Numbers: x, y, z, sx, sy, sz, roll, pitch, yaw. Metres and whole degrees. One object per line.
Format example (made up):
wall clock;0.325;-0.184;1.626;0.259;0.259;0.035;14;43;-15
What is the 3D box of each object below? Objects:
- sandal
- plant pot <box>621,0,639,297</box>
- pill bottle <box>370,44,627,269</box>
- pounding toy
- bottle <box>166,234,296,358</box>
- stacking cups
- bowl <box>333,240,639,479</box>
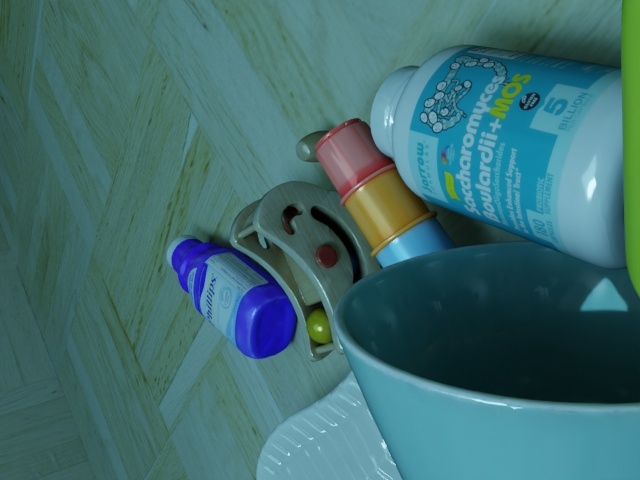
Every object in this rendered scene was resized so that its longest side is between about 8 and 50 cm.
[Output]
sandal;0.067;0.234;0.885;0.169;0.102;0.416;48;125;13
plant pot;0.293;-0.065;0.373;0.207;0.228;0.227;11;109;60
pill bottle;0.161;-0.083;0.605;0.264;0.146;0.146;27;121;47
pounding toy;0.000;0.000;0.846;0.154;0.154;0.270;-27;79;54
bottle;-0.150;0.073;1.127;0.282;0.092;0.118;33;125;44
stacking cups;0.102;0.019;0.709;0.316;0.096;0.096;57;141;7
bowl;0.169;0.117;0.519;0.311;0.311;0.163;14;113;52
